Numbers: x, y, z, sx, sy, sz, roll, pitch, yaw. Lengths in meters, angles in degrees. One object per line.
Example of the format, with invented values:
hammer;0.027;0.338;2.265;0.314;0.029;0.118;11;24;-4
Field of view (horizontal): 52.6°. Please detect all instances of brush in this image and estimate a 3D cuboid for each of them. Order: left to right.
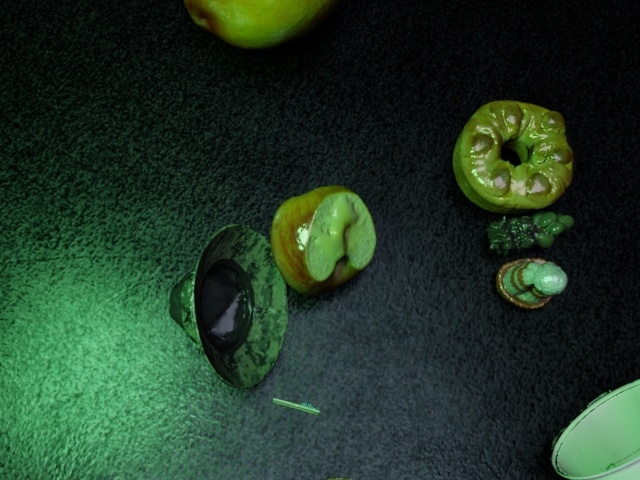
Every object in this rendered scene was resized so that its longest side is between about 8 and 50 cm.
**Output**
brush;-0.040;0.278;1.096;0.084;0.016;0.013;14;60;-1

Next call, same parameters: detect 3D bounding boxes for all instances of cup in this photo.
cup;0.542;0.385;1.007;0.253;0.253;0.274;-35;87;-14

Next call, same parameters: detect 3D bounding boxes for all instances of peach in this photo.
peach;-0.104;-0.509;1.201;0.332;0.308;0.307;-38;79;0

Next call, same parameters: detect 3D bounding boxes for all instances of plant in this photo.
plant;0.383;-0.014;1.189;0.174;0.085;0.087;-13;115;-17

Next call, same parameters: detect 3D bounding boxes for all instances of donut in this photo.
donut;0.358;-0.155;1.211;0.227;0.114;0.226;1;73;-4

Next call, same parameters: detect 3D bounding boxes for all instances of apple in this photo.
apple;0.000;0.000;1.107;0.195;0.160;0.173;-17;88;-36

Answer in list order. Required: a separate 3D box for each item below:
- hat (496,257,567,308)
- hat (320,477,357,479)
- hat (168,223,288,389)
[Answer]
hat;0.378;0.066;1.120;0.112;0.162;0.093;-12;77;-4
hat;0.032;0.474;1.009;0.193;0.082;0.192;1;74;-4
hat;-0.171;0.107;1.072;0.129;0.265;0.265;-3;70;29
